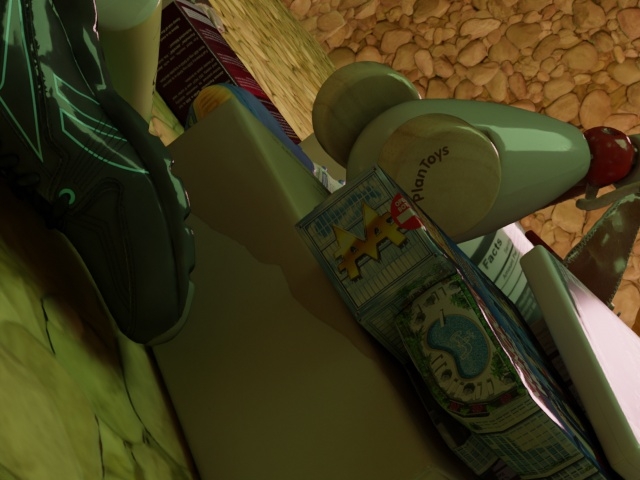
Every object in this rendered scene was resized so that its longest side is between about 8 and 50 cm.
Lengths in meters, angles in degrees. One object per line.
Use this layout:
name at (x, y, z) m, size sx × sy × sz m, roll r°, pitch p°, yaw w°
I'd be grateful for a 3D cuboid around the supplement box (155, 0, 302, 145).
supplement box at (-0.096, -0.136, 1.249) m, size 0.239 × 0.073 × 0.130 m, roll 53°, pitch 10°, yaw 4°

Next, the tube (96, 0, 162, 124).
tube at (-0.140, -0.126, 0.834) m, size 0.062 × 0.070 × 0.240 m, roll 24°, pitch -17°, yaw -1°

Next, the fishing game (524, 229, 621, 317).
fishing game at (0.264, 0.105, 1.014) m, size 0.264 × 0.041 × 0.189 m, roll 55°, pitch 0°, yaw -31°

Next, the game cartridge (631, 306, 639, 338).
game cartridge at (0.317, 0.262, 1.153) m, size 0.052 × 0.324 × 0.285 m, roll 9°, pitch 25°, yaw -16°

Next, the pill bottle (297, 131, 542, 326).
pill bottle at (0.112, 0.054, 1.152) m, size 0.363 × 0.210 × 0.210 m, roll 48°, pitch 10°, yaw -24°

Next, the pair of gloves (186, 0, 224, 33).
pair of gloves at (-0.215, -0.361, 1.600) m, size 0.204 × 0.042 × 0.240 m, roll 57°, pitch 11°, yaw 5°

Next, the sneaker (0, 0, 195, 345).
sneaker at (-0.154, -0.059, 0.657) m, size 0.267 × 0.106 × 0.101 m, roll 65°, pitch -28°, yaw 8°

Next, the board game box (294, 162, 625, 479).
board game box at (0.074, 0.058, 0.651) m, size 0.194 × 0.060 × 0.194 m, roll 44°, pitch 13°, yaw -36°

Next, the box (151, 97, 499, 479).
box at (-0.013, 0.074, 0.731) m, size 0.148 × 0.121 × 0.311 m, roll 43°, pitch 14°, yaw -49°

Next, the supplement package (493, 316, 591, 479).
supplement package at (0.150, 0.182, 0.872) m, size 0.145 × 0.204 × 0.262 m, roll 57°, pitch 10°, yaw 21°

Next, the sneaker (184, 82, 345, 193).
sneaker at (0.000, 0.000, 0.969) m, size 0.131 × 0.112 × 0.296 m, roll -26°, pitch 85°, yaw -36°

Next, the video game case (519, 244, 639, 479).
video game case at (0.199, 0.106, 0.716) m, size 0.173 × 0.022 × 0.190 m, roll 40°, pitch 20°, yaw -28°

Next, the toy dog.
toy dog at (0.145, -0.018, 0.897) m, size 0.333 × 0.161 × 0.220 m, roll 15°, pitch 21°, yaw -3°
